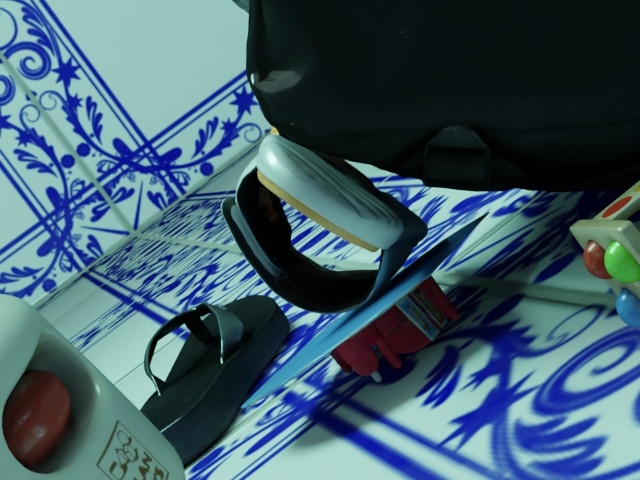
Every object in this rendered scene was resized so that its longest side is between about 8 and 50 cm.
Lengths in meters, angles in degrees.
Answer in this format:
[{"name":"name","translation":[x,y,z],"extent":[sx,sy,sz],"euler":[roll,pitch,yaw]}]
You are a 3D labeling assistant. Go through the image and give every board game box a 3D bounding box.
[{"name":"board game box","translation":[0.033,0.048,0.868],"extent":[0.133,0.033,0.168],"euler":[-37,1,26]}]

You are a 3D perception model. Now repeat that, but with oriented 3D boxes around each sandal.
[{"name":"sandal","translation":[-0.009,-0.006,0.860],"extent":[0.076,0.102,0.265],"euler":[-54,-5,5]},{"name":"sandal","translation":[-0.078,0.077,1.081],"extent":[0.097,0.054,0.254],"euler":[-35,8,11]}]

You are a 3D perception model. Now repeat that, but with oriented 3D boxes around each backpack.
[{"name":"backpack","translation":[0.097,-0.131,0.863],"extent":[0.290,0.273,0.355],"euler":[-4,-9,-1]}]

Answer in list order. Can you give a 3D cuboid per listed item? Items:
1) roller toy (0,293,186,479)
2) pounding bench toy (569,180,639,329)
[{"name":"roller toy","translation":[-0.162,0.134,0.767],"extent":[0.191,0.146,0.209],"euler":[-48,17,-18]},{"name":"pounding bench toy","translation":[0.137,0.001,0.601],"extent":[0.065,0.052,0.083],"euler":[-37,8,-9]}]
